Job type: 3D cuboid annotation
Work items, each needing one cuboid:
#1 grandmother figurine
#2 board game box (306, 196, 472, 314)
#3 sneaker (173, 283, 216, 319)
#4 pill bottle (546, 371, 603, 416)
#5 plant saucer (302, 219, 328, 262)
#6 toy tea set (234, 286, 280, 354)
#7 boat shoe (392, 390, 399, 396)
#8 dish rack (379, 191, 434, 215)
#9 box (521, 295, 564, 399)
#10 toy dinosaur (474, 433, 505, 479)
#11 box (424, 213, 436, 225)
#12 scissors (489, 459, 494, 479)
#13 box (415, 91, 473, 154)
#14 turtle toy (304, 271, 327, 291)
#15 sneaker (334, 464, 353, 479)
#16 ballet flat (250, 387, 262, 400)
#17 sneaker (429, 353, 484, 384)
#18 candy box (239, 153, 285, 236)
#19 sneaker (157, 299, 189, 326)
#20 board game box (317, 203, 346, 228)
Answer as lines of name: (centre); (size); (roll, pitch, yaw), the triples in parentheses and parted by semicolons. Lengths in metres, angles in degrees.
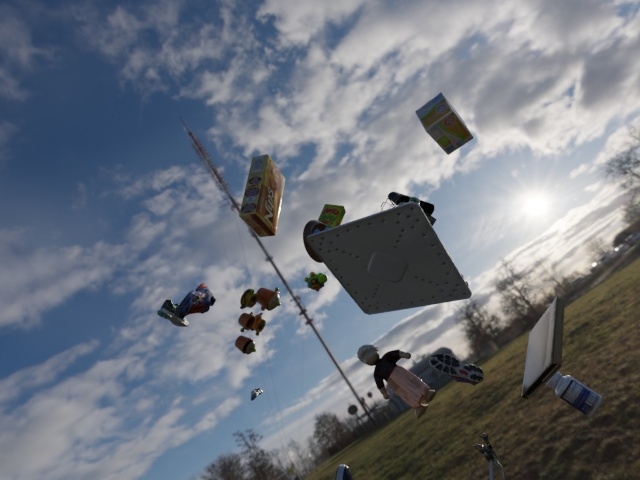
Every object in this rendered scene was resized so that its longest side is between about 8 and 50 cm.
grandmother figurine: (0.288, 0.527, 1.620); (0.208, 0.342, 0.104); (-55, -34, -5)
board game box: (0.212, 0.069, 1.275); (0.389, 0.050, 0.390); (-18, -58, 36)
sneaker: (-0.425, 0.218, 1.414); (0.083, 0.087, 0.221); (-50, 1, 18)
pill bottle: (0.949, 0.569, 1.530); (0.094, 0.169, 0.094); (-33, -39, -31)
plant saucer: (0.000, 0.000, 1.543); (0.029, 0.169, 0.168); (-16, -10, 40)
toy tea set: (-0.282, 0.369, 1.877); (0.200, 0.124, 0.337); (-18, -55, -57)
boat shoe: (0.381, 0.695, 1.981); (0.066, 0.063, 0.184); (-10, -68, -10)
dish rack: (0.281, -0.047, 1.516); (0.208, 0.074, 0.272); (11, -65, -36)
box: (0.529, 0.255, 0.968); (0.165, 0.021, 0.201); (95, -158, -44)
toy dinosaur: (0.706, 0.890, 1.700); (0.063, 0.118, 0.268); (-23, 1, 2)
box: (0.599, -0.118, 2.372); (0.137, 0.027, 0.094); (31, -88, -20)
scissors: (0.591, 0.937, 1.420); (0.021, 0.298, 0.109); (18, -39, -28)
box: (0.450, -0.418, 1.474); (0.114, 0.103, 0.203); (-34, -36, 28)
turtle toy: (-0.014, 0.192, 1.911); (0.095, 0.066, 0.130); (25, -48, -23)
sneaker: (0.131, 0.797, 1.174); (0.153, 0.283, 0.099); (-17, -38, 13)
ballet flat: (-0.319, 0.747, 1.987); (0.041, 0.041, 0.114); (-41, -11, 9)
sneaker: (0.418, 0.413, 1.271); (0.071, 0.169, 0.068); (104, -170, -45)
candy box: (-0.249, -0.196, 1.791); (0.087, 0.317, 0.183); (-6, -31, 22)
sneaker: (-0.578, 0.293, 1.640); (0.064, 0.076, 0.167); (-2, -35, 23)
board game box: (0.034, -0.071, 1.744); (0.182, 0.092, 0.043); (-66, -31, -28)
